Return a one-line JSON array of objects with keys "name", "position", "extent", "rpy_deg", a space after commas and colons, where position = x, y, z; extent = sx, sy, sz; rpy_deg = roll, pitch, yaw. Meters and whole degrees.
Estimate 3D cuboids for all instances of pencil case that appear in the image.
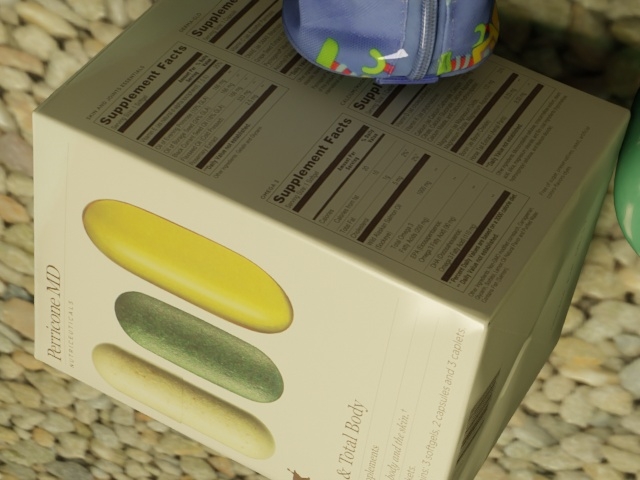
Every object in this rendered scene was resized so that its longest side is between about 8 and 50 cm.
[{"name": "pencil case", "position": [0.043, -0.206, 0.793], "extent": [0.119, 0.133, 0.306], "rpy_deg": [-2, 140, -4]}]

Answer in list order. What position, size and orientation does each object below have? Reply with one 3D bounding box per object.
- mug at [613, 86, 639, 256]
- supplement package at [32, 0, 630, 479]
[{"name": "mug", "position": [0.238, -0.022, 0.940], "extent": [0.129, 0.097, 0.158], "rpy_deg": [-17, 127, 37]}, {"name": "supplement package", "position": [0.000, 0.000, 0.941], "extent": [0.262, 0.198, 0.199], "rpy_deg": [25, 136, 16]}]
